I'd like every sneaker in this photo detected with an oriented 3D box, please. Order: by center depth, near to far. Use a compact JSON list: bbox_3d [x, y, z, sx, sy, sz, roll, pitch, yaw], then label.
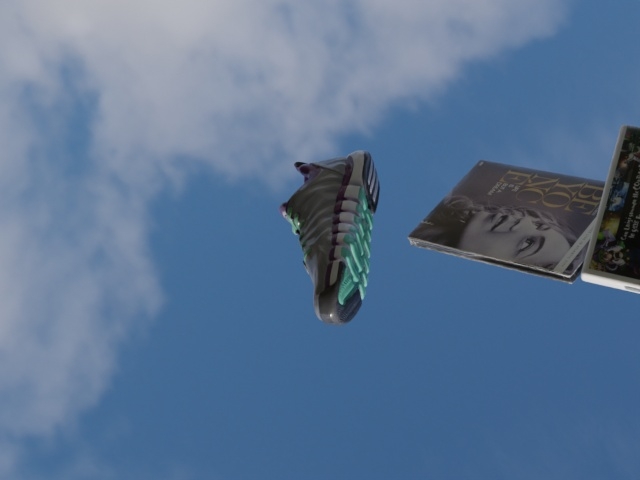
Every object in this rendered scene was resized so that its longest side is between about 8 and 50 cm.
[{"bbox_3d":[0.000,0.000,1.220,0.098,0.083,0.224,-3,-136,16],"label":"sneaker"}]

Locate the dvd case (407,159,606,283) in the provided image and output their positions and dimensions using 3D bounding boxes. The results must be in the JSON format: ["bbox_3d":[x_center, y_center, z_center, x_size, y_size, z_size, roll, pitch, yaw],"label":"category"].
[{"bbox_3d":[0.235,-0.028,1.366,0.221,0.018,0.164,15,-133,39],"label":"dvd case"}]

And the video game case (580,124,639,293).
[{"bbox_3d":[0.380,-0.024,1.230,0.173,0.022,0.190,13,-114,17],"label":"video game case"}]
